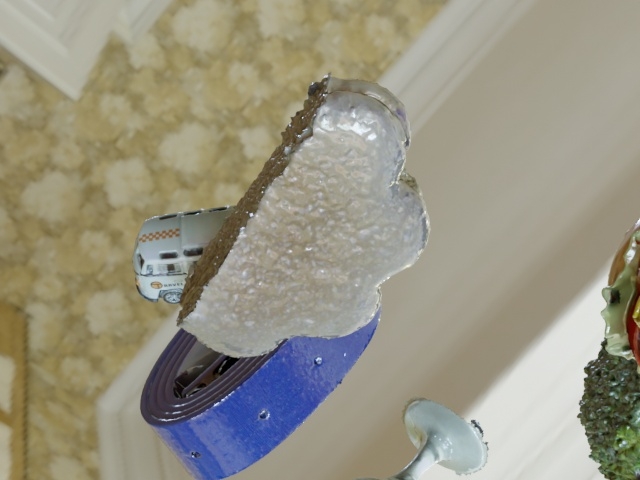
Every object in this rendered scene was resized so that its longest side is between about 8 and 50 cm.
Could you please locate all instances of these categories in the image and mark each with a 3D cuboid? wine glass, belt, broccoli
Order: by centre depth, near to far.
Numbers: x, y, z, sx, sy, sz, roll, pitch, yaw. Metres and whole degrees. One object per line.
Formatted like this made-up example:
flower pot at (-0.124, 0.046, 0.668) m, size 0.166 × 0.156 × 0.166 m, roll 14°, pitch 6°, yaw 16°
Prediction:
belt at (-0.075, 0.143, 1.642) m, size 0.347 × 0.117 × 0.212 m, roll -48°, pitch -149°, yaw -23°
wine glass at (0.088, 0.348, 1.690) m, size 0.143 × 0.143 × 0.321 m, roll -21°, pitch -163°, yaw 48°
broccoli at (0.526, 0.233, 1.912) m, size 0.338 × 0.317 × 0.277 m, roll -43°, pitch -145°, yaw 9°

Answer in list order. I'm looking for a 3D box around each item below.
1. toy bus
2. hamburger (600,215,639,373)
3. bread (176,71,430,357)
toy bus at (-0.116, 0.010, 1.423) m, size 0.193 × 0.089 × 0.087 m, roll -7°, pitch -126°, yaw 2°
hamburger at (0.433, 0.052, 1.379) m, size 0.274 × 0.274 × 0.212 m, roll -47°, pitch -143°, yaw 11°
bread at (-0.002, -0.004, 1.269) m, size 0.337 × 0.183 × 0.102 m, roll -53°, pitch -157°, yaw 31°
